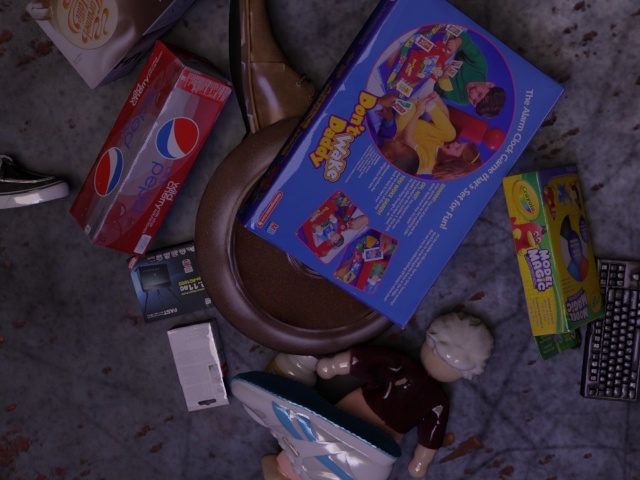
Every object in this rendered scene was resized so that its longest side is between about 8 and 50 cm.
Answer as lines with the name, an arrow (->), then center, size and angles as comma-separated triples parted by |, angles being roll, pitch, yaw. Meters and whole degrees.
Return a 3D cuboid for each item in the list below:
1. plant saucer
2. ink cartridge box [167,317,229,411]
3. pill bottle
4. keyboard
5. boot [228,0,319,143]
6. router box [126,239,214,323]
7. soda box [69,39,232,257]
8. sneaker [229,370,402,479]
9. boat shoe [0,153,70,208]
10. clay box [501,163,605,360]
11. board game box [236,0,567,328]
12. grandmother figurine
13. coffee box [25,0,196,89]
plant saucer -> 0.000, 0.000, 1.599 | 0.311, 0.050, 0.310 | -2, 101, -11
ink cartridge box -> -0.160, 0.167, 1.730 | 0.063, 0.029, 0.115 | -12, 97, 13
pill bottle -> -0.045, 0.185, 1.689 | 0.065, 0.065, 0.116 | 40, 105, 4
keyboard -> 0.357, 0.111, 1.611 | 0.108, 0.023, 0.180 | 5, 99, 12
boot -> -0.053, -0.194, 1.624 | 0.115, 0.112, 0.305 | -9, 102, -5
router box -> -0.187, 0.051, 1.711 | 0.122, 0.038, 0.092 | -15, 96, 14
soda box -> -0.218, -0.116, 1.651 | 0.263, 0.083, 0.092 | -59, 41, 14
sneaker -> -0.019, 0.239, 1.586 | 0.229, 0.087, 0.092 | 30, 104, 11
boat shoe -> -0.442, -0.079, 1.726 | 0.219, 0.078, 0.070 | -2, 100, 14
clay box -> 0.284, 0.024, 1.544 | 0.053, 0.127, 0.222 | -12, 91, 33
board game box -> 0.095, -0.104, 1.530 | 0.233, 0.078, 0.347 | 34, 92, -15
grandmother figurine -> 0.079, 0.213, 1.656 | 0.342, 0.104, 0.208 | -41, 115, 12
coffee box -> -0.232, -0.323, 1.598 | 0.246, 0.098, 0.141 | -39, 90, 32
